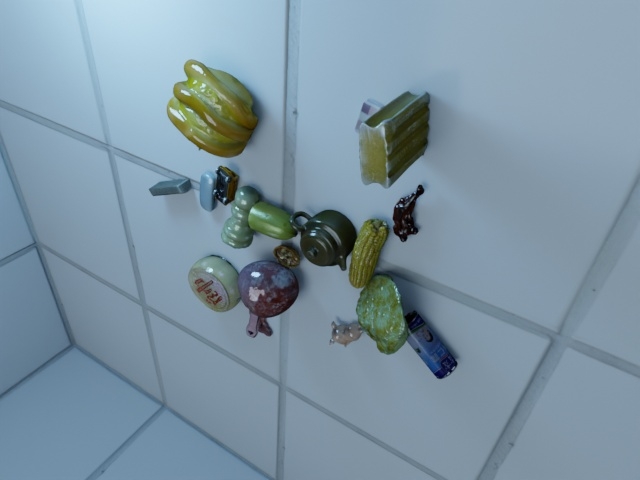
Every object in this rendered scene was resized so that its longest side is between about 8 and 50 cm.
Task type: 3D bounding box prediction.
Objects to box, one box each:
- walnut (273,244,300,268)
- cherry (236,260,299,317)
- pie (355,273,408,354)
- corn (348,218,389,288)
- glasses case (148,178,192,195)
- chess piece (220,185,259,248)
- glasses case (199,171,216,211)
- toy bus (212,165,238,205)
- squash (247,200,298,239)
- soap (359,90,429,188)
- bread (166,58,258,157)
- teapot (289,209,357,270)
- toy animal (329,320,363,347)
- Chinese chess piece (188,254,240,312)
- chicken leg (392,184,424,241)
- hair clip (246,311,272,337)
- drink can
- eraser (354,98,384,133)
[{"bbox_3d":[-0.123,0.056,1.841,0.121,0.052,0.091,28,131,16],"label":"walnut"},{"bbox_3d":[-0.222,0.192,1.899,0.285,0.213,0.236,-20,137,21],"label":"cherry"},{"bbox_3d":[0.217,0.246,1.614,0.275,0.105,0.257,-119,36,-49],"label":"pie"},{"bbox_3d":[0.154,0.049,1.597,0.101,0.101,0.292,29,133,18],"label":"corn"},{"bbox_3d":[-0.641,-0.224,2.024,0.204,0.071,0.047,1,123,35],"label":"glasses case"},{"bbox_3d":[-0.297,-0.099,1.824,0.133,0.133,0.243,33,127,13],"label":"chess piece"},{"bbox_3d":[-0.456,-0.196,1.922,0.067,0.045,0.179,29,132,17],"label":"glasses case"},{"bbox_3d":[-0.361,-0.216,1.817,0.069,0.074,0.162,39,137,19],"label":"toy bus"},{"bbox_3d":[-0.166,-0.060,1.749,0.186,0.123,0.123,25,131,22],"label":"squash"},{"bbox_3d":[0.198,-0.266,1.226,0.089,0.274,0.174,14,126,28],"label":"soap"},{"bbox_3d":[-0.366,-0.434,1.579,0.315,0.211,0.270,42,134,1],"label":"bread"},{"bbox_3d":[0.000,0.000,1.629,0.267,0.175,0.186,40,132,8],"label":"teapot"},{"bbox_3d":[0.102,0.363,1.867,0.150,0.084,0.089,-19,129,25],"label":"toy animal"},{"bbox_3d":[-0.478,0.199,2.164,0.269,0.112,0.270,20,130,25],"label":"Chinese chess piece"},{"bbox_3d":[0.268,-0.084,1.459,0.089,0.048,0.219,19,129,22],"label":"chicken leg"},{"bbox_3d":[-0.286,0.378,2.200,0.123,0.102,0.138,9,91,30],"label":"hair clip"},{"bbox_3d":[0.371,0.365,1.656,0.235,0.097,0.097,52,135,-4],"label":"drink can"},{"bbox_3d":[0.144,-0.353,1.382,0.065,0.026,0.105,33,134,18],"label":"eraser"}]
